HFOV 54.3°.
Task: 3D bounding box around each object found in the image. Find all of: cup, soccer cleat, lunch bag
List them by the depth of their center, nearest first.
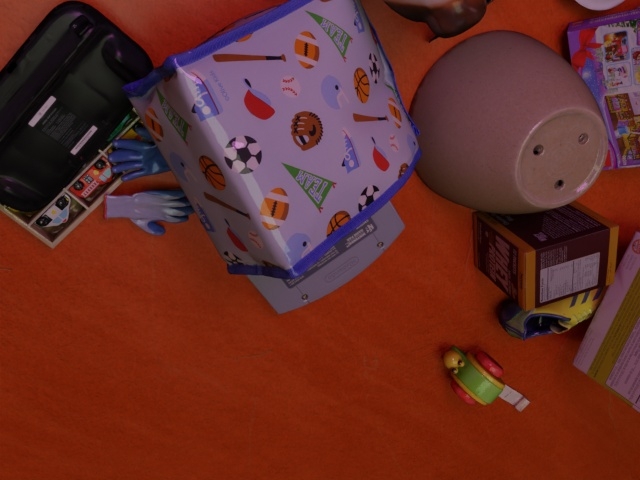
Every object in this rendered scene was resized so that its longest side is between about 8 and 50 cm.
[{"bbox_3d":[-0.034,-0.179,0.930,0.385,0.239,0.327,-40,114,-29],"label":"lunch bag"},{"bbox_3d":[0.346,-0.175,1.078,0.331,0.237,0.330,-7,117,-14],"label":"cup"},{"bbox_3d":[0.535,0.162,1.369,0.289,0.121,0.093,-11,117,-13],"label":"soccer cleat"}]

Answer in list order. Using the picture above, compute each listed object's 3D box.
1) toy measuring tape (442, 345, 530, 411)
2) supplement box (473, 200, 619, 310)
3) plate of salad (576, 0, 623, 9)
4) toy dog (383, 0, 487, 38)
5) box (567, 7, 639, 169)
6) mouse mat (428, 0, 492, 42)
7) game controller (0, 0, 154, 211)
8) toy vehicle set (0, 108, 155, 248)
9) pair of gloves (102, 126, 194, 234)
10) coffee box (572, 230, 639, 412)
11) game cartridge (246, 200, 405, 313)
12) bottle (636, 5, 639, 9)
[{"bbox_3d":[0.394,0.340,1.417,0.330,0.121,0.121,36,100,-29],"label":"toy measuring tape"},{"bbox_3d":[0.433,0.013,1.223,0.194,0.191,0.129,-15,119,-11],"label":"supplement box"},{"bbox_3d":[0.482,-0.500,1.071,0.200,0.048,0.199,-6,107,-21],"label":"plate of salad"},{"bbox_3d":[0.233,-0.453,0.829,0.408,0.395,0.284,-41,129,-5],"label":"toy dog"},{"bbox_3d":[0.578,-0.272,1.142,0.201,0.057,0.293,-3,125,30],"label":"box"},{"bbox_3d":[0.253,-0.370,0.985,0.153,0.189,0.007,-36,101,1],"label":"mouse mat"},{"bbox_3d":[-0.391,-0.184,0.907,0.319,0.067,0.166,-46,134,8],"label":"game controller"},{"bbox_3d":[-0.394,-0.133,0.978,0.267,0.035,0.166,-43,120,6],"label":"toy vehicle set"},{"bbox_3d":[-0.270,-0.091,1.016,0.159,0.023,0.198,-2,125,-31],"label":"pair of gloves"},{"bbox_3d":[0.819,0.201,1.314,0.338,0.334,0.338,0,116,-36],"label":"coffee box"},{"bbox_3d":[0.000,0.000,1.160,0.297,0.062,0.198,-34,124,1],"label":"game cartridge"},{"bbox_3d":[0.670,-0.323,1.175,0.092,0.118,0.283,-36,121,11],"label":"bottle"}]
